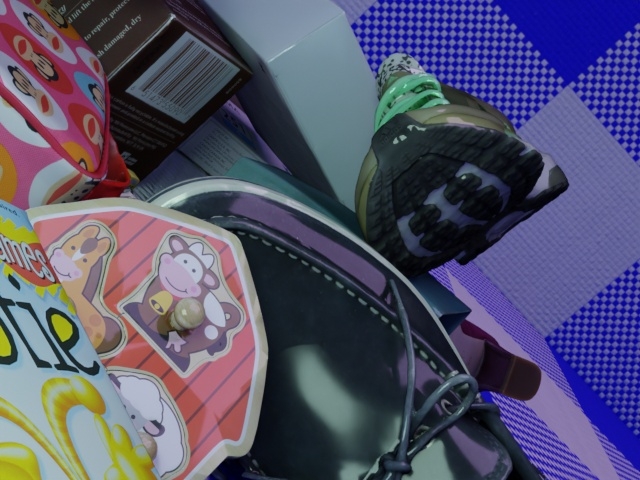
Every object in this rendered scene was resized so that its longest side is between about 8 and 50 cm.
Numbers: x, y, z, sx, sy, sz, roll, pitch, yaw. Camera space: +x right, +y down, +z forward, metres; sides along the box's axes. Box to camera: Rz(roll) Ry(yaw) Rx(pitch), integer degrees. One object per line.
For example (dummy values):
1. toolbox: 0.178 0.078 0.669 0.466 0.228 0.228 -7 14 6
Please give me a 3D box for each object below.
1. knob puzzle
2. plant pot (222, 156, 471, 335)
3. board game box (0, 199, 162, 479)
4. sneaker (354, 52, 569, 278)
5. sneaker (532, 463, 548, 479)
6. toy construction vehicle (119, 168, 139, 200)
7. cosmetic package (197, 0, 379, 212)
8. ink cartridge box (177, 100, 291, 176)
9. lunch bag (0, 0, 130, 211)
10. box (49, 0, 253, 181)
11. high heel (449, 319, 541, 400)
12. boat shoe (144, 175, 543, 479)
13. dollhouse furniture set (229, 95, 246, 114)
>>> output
1. knob puzzle: -0.103 0.051 0.634 0.213 0.030 0.213 14 61 -27
2. plant pot: -0.011 0.042 1.003 0.234 0.165 0.165 46 10 14
3. board game box: -0.134 0.109 0.329 0.275 0.142 0.144 55 13 30
4. sneaker: 0.088 -0.080 0.935 0.182 0.158 0.410 53 12 12
5. sneaker: 0.261 0.342 1.263 0.211 0.080 0.081 42 34 -27
6. toy construction vehicle: -0.180 -0.045 0.966 0.086 0.035 0.098 54 12 27
7. cosmetic package: -0.031 -0.173 1.193 0.284 0.097 0.377 58 -4 -39
8. ink cartridge box: -0.100 -0.128 1.483 0.296 0.066 0.261 40 15 -37
9. lunch bag: -0.240 -0.118 0.769 0.258 0.120 0.293 44 11 -23
10. box: -0.207 -0.192 1.025 0.203 0.167 0.168 52 11 21
11. high heel: 0.126 0.128 1.473 0.377 0.127 0.181 34 -11 -38
12. boat shoe: 0.051 0.157 0.765 0.500 0.187 0.156 51 -3 -12
13. dollhouse furniture set: -0.156 -0.297 1.469 0.259 0.135 0.262 39 -4 -35
